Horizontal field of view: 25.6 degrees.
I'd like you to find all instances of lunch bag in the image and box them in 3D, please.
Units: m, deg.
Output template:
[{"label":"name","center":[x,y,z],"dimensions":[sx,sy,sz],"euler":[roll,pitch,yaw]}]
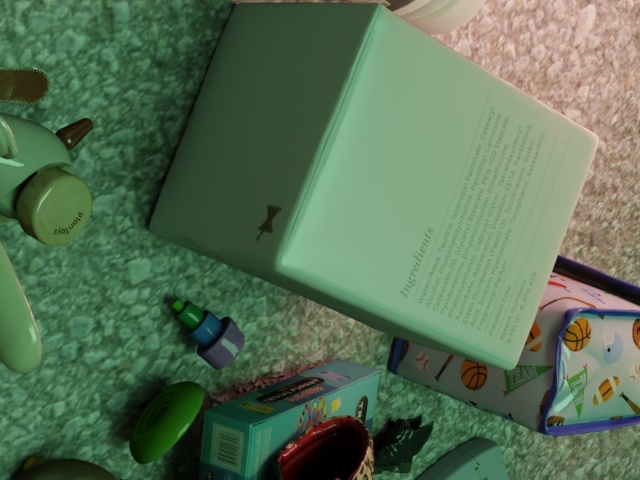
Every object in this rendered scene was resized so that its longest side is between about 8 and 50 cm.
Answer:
[{"label":"lunch bag","center":[0.363,0.149,2.188],"dimensions":[0.385,0.328,0.238],"euler":[6,101,-43]}]

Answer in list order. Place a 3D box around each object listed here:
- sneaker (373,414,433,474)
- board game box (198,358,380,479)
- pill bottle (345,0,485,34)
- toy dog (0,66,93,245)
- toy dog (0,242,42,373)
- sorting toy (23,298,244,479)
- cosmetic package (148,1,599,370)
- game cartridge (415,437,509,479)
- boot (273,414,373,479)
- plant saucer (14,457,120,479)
[{"label":"sneaker","center":[0.111,0.316,2.198],"dimensions":[0.170,0.051,0.089],"euler":[12,95,-50]},{"label":"board game box","center":[-0.046,0.326,1.972],"dimensions":[0.336,0.079,0.253],"euler":[-14,114,-57]},{"label":"pill bottle","center":[0.058,-0.407,1.788],"dimensions":[0.361,0.204,0.204],"euler":[22,88,-46]},{"label":"toy dog","center":[-0.342,-0.137,1.503],"dimensions":[0.161,0.220,0.333],"euler":[-55,161,-21]},{"label":"toy dog","center":[-0.530,0.061,1.339],"dimensions":[0.408,0.285,0.395],"euler":[-26,107,-36]},{"label":"sorting toy","center":[-0.249,0.221,1.800],"dimensions":[0.126,0.127,0.365],"euler":[42,73,-18]},{"label":"cosmetic package","center":[0.067,-0.070,1.773],"dimensions":[0.394,0.329,0.327],"euler":[25,84,-34]},{"label":"game cartridge","center":[0.202,0.469,2.335],"dimensions":[0.297,0.062,0.198],"euler":[-37,123,-29]},{"label":"boot","center":[-0.019,0.433,1.842],"dimensions":[0.377,0.138,0.284],"euler":[-45,139,-48]},{"label":"plant saucer","center":[-0.310,0.366,1.714],"dimensions":[0.036,0.199,0.198],"euler":[-21,125,-79]}]
